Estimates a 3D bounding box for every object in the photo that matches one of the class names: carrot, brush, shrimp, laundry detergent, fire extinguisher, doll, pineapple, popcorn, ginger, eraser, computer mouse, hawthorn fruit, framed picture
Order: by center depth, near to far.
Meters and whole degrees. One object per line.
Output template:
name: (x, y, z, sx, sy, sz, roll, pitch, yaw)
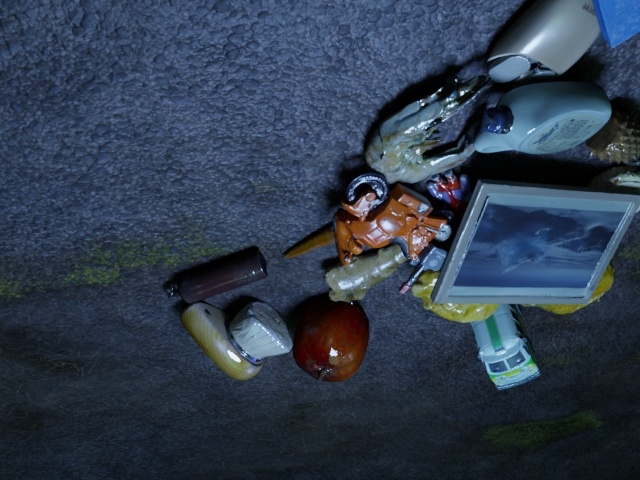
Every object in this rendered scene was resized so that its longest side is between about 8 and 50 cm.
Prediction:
eraser: (0.612, -0.470, 1.397, 0.312, 0.042, 0.144, -33, 139, 8)
computer mouse: (0.417, -0.367, 1.501, 0.145, 0.082, 0.236, 17, 134, -34)
laundry detergent: (0.407, -0.229, 1.599, 0.281, 0.105, 0.215, -10, 165, -31)
shrimp: (0.236, -0.218, 1.661, 0.247, 0.085, 0.360, 8, 146, -31)
pineapple: (0.698, -0.191, 1.776, 0.277, 0.130, 0.119, 13, 173, -29)
doll: (0.319, -0.079, 1.868, 0.102, 0.075, 0.227, -14, 136, 29)
framed picture: (0.496, 0.014, 1.873, 0.446, 0.028, 0.326, 1, 125, -23)
carrot: (0.000, 0.000, 1.922, 0.216, 0.048, 0.048, -24, 142, 24)
fire extinguisher: (-0.255, 0.096, 1.962, 0.268, 0.072, 0.089, -19, 180, 11)
ginger: (0.135, 0.050, 1.999, 0.294, 0.086, 0.131, -36, 123, 18)
popcorn: (0.349, 0.109, 2.039, 0.254, 0.190, 0.191, -15, 151, -1)
brush: (-0.215, 0.224, 2.078, 0.166, 0.174, 0.267, -41, 118, 15)
hawthorn fruit: (0.028, 0.272, 2.125, 0.215, 0.249, 0.215, 5, 134, 5)

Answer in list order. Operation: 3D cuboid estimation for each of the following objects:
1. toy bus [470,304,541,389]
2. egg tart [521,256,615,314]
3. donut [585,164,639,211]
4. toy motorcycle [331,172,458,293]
toy bus: (0.470, 0.236, 2.169, 0.134, 0.276, 0.164, -25, 138, 17)
egg tart: (0.649, 0.097, 2.115, 0.319, 0.128, 0.319, -18, 147, -13)
donut: (0.699, -0.113, 1.934, 0.175, 0.068, 0.174, -6, 141, -5)
toy motorcycle: (0.152, -0.018, 1.811, 0.326, 0.147, 0.221, 24, 118, -32)
